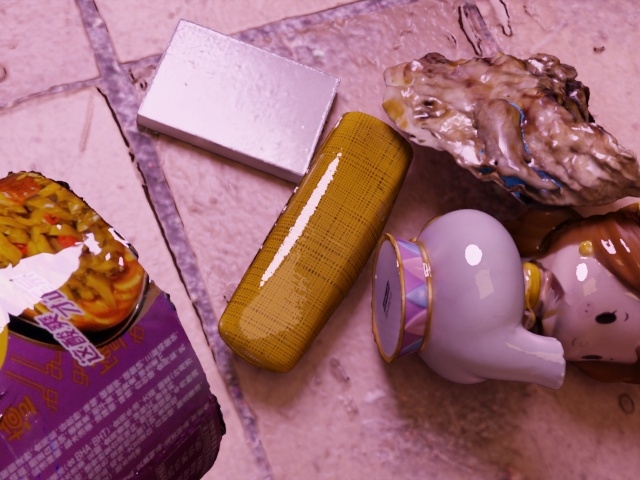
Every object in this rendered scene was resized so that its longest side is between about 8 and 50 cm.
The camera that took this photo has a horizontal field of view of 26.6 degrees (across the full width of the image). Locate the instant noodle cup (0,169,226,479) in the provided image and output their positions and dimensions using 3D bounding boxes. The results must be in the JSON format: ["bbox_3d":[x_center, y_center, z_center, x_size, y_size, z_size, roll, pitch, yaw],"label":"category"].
[{"bbox_3d":[-0.242,0.118,0.869,0.266,0.340,0.340,-36,78,-30],"label":"instant noodle cup"}]

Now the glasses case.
[{"bbox_3d":[0.000,0.000,1.084,0.079,0.064,0.234,34,67,-9],"label":"glasses case"}]

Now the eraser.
[{"bbox_3d":[-0.068,-0.117,1.142,0.150,0.023,0.103,21,66,-1],"label":"eraser"}]

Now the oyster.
[{"bbox_3d":[0.156,-0.101,1.099,0.223,0.083,0.214,17,24,2],"label":"oyster"}]

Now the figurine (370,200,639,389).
[{"bbox_3d":[0.177,0.040,1.063,0.264,0.142,0.189,-2,48,-11],"label":"figurine"}]
